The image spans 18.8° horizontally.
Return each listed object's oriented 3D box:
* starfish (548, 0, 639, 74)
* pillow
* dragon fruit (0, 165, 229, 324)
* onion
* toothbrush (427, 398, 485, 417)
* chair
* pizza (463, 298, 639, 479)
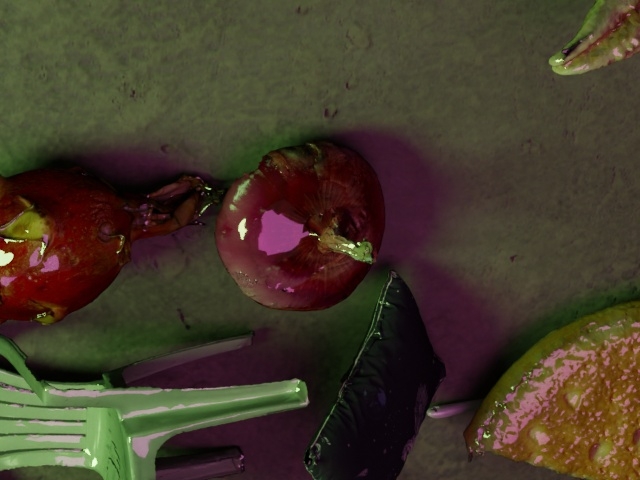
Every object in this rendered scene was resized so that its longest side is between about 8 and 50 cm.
[{"bbox_3d":[0.322,-0.303,1.494,0.432,0.082,0.324,-20,101,-5],"label":"starfish"},{"bbox_3d":[0.047,0.145,1.629,0.055,0.208,0.141,5,140,30],"label":"pillow"},{"bbox_3d":[-0.189,-0.008,1.539,0.246,0.125,0.125,-14,108,-25],"label":"dragon fruit"},{"bbox_3d":[0.000,0.000,1.562,0.150,0.140,0.150,-14,120,-26],"label":"onion"},{"bbox_3d":[0.174,0.146,1.753,0.162,0.014,0.017,-9,118,-11],"label":"toothbrush"},{"bbox_3d":[-0.172,0.173,1.604,0.274,0.190,0.203,-3,117,-21],"label":"chair"},{"bbox_3d":[0.268,0.147,1.741,0.292,0.058,0.197,-27,114,-5],"label":"pizza"}]
